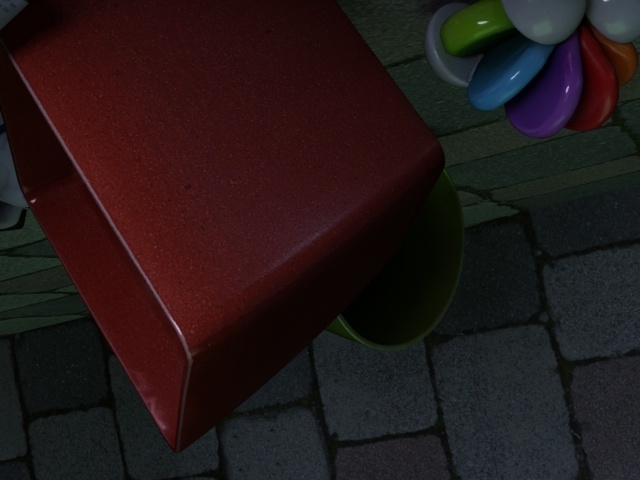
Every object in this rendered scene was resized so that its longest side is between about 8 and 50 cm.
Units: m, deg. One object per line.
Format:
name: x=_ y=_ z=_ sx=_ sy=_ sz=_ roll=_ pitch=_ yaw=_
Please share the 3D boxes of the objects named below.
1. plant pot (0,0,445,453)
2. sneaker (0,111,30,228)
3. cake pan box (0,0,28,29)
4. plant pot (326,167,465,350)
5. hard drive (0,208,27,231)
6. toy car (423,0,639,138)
plant pot: x=-0.068 y=-0.040 z=0.741 sx=0.235 sy=0.267 sz=0.267 roll=-28 pitch=163 yaw=-21
sneaker: x=-0.237 y=-0.082 z=0.896 sx=0.090 sy=0.095 sz=0.235 roll=-2 pitch=167 yaw=-44
cake pan box: x=-0.285 y=-0.086 z=0.455 sx=0.245 sy=0.070 sz=0.267 roll=-41 pitch=170 yaw=5
plant pot: x=0.000 y=0.000 z=1.392 sx=0.274 sy=0.275 sz=0.293 roll=-5 pitch=-175 yaw=-43
hard drive: x=-0.429 y=-0.031 z=1.290 sx=0.094 sy=0.022 sz=0.135 roll=-9 pitch=172 yaw=-20
toy car: x=0.185 y=-0.151 z=0.826 sx=0.182 sy=0.136 sz=0.159 roll=-7 pitch=172 yaw=-30
